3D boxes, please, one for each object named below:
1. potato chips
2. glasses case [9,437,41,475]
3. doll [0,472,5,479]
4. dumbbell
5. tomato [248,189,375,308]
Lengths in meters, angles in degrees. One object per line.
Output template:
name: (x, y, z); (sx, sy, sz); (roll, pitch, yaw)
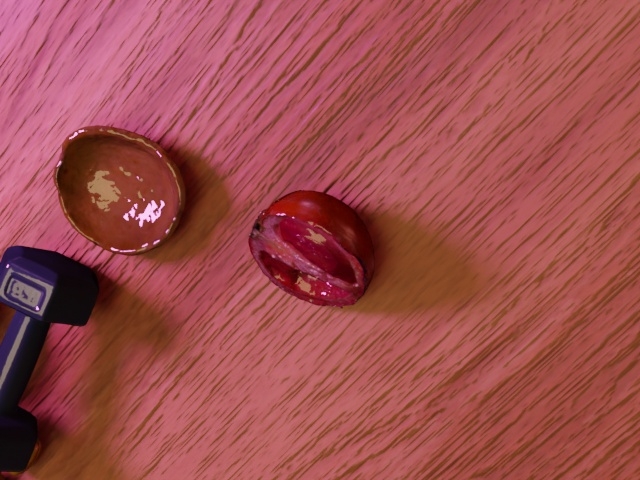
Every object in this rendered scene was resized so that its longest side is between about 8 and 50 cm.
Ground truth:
potato chips: (-0.279, -0.077, 1.617); (0.208, 0.062, 0.195); (-12, 100, 22)
glasses case: (-0.537, 0.275, 1.782); (0.234, 0.064, 0.079); (40, 105, 10)
doll: (-0.536, 0.438, 1.807); (0.127, 0.088, 0.249); (-26, 99, 4)
dumbbell: (-0.444, 0.174, 1.656); (0.144, 0.160, 0.325); (29, 99, 40)
tomato: (0.000, 0.000, 1.505); (0.173, 0.099, 0.189); (34, 150, -2)
